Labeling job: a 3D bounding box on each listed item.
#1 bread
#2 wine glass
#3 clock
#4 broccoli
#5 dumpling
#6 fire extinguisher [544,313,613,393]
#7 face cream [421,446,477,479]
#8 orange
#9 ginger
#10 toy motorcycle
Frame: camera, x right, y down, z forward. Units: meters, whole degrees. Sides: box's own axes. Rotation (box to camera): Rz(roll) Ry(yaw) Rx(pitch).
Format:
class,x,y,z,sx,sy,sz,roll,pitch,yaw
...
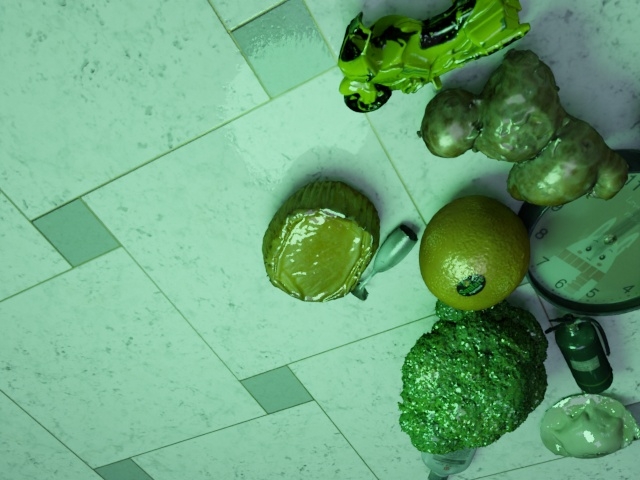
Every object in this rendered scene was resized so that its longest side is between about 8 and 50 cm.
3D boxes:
class,x,y,z,sx,sy,sz,roll,pitch,yaw
bread,0.000,0.000,1.364,0.228,0.142,0.253,25,121,-11
wine glass,0.138,0.047,1.434,0.066,0.066,0.198,29,121,-15
clock,0.600,-0.002,1.344,0.387,0.076,0.386,3,126,3
broccoli,0.346,0.293,1.456,0.321,0.310,0.413,8,93,11
dumpling,0.681,0.478,1.670,0.247,0.142,0.172,-25,85,29
fire extinguisher,0.595,0.242,1.477,0.118,0.093,0.294,-25,132,16
face cream,0.354,0.586,1.792,0.144,0.071,0.291,9,125,3
orange,0.308,0.025,1.306,0.237,0.236,0.236,2,126,3
ginger,0.380,-0.182,1.172,0.375,0.176,0.256,31,132,-8
toy motorcycle,0.168,-0.340,1.105,0.343,0.142,0.206,-23,158,20
